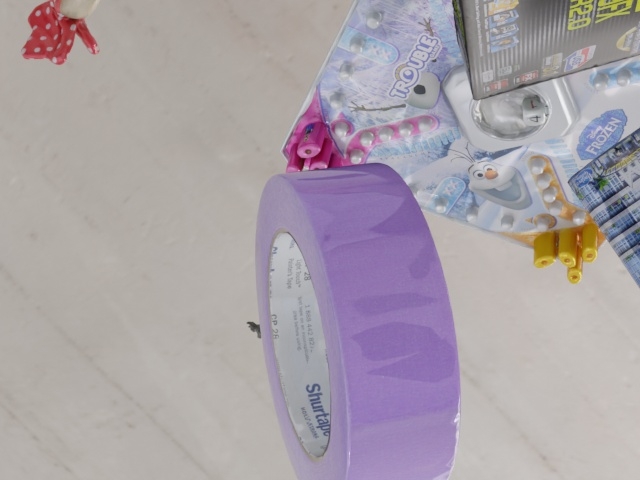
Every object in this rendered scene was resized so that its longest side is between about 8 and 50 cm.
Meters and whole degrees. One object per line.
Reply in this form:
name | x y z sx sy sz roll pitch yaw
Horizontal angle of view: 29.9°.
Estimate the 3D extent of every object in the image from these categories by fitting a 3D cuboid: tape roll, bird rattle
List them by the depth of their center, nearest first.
tape roll | 0.021 0.078 0.969 0.090 0.275 0.275 -8 87 -16
bird rattle | -0.312 -0.348 1.491 0.143 0.207 0.254 11 85 -24

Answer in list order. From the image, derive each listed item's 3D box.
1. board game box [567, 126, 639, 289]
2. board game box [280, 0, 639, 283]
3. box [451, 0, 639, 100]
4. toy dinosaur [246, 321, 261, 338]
board game box | 0.343 -0.026 1.030 0.194 0.060 0.194 -36 77 17
board game box | 0.195 -0.133 1.238 0.389 0.390 0.050 19 49 -10
box | 0.211 -0.201 0.932 0.216 0.270 0.060 -14 78 6
toy dinosaur | -0.022 0.102 1.634 0.118 0.268 0.064 -48 130 -16
